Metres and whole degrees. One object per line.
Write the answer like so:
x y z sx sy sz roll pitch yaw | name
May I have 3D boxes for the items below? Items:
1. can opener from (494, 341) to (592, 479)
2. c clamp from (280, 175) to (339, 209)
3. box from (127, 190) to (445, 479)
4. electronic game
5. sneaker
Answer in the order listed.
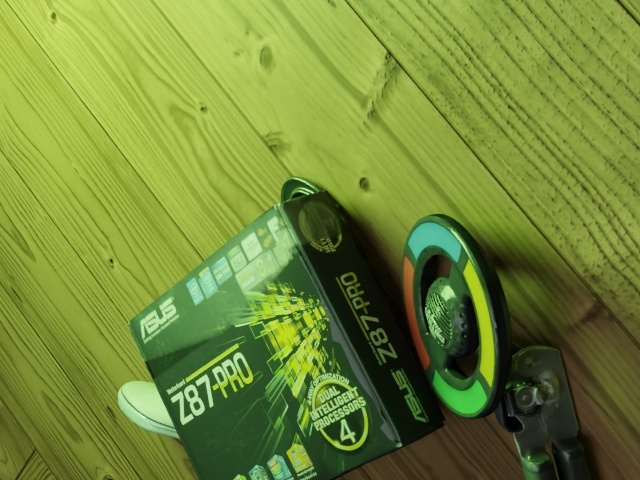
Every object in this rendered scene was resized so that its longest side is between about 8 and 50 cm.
0.253 0.244 1.407 0.095 0.076 0.283 -146 39 -73 | can opener
0.000 0.000 1.559 0.137 0.022 0.160 21 126 44 | c clamp
-0.059 0.162 1.583 0.395 0.097 0.318 -35 76 46 | box
0.144 0.083 1.376 0.229 0.048 0.229 168 90 -71 | electronic game
-0.189 0.240 1.835 0.258 0.094 0.091 16 112 30 | sneaker
